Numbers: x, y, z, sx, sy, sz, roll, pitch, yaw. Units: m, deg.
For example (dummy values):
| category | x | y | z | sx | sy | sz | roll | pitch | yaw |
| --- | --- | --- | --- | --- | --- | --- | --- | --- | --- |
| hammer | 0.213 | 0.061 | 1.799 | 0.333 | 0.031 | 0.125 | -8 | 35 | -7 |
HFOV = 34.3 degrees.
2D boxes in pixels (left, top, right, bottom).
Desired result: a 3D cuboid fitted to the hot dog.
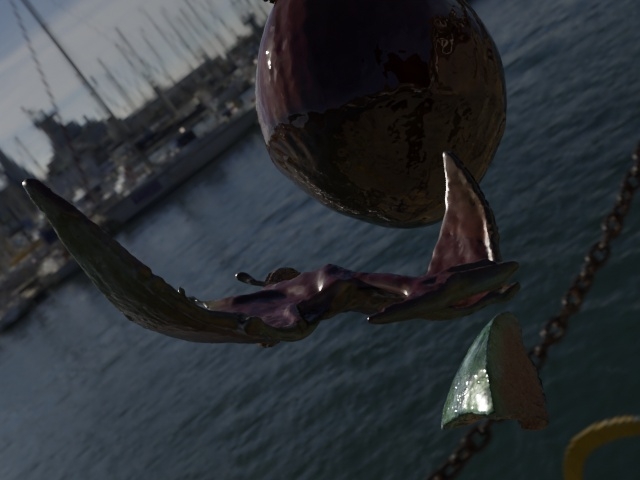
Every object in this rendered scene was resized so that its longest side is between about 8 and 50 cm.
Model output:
| category | x | y | z | sx | sy | sz | roll | pitch | yaw |
| --- | --- | --- | --- | --- | --- | --- | --- | --- | --- |
| hot dog | -0.040 | 0.058 | 0.906 | 0.083 | 0.035 | 0.058 | -64 | -3 | -57 |

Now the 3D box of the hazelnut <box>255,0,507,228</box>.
| category | x | y | z | sx | sy | sz | roll | pitch | yaw |
| --- | --- | --- | --- | --- | --- | --- | --- | --- | --- |
| hazelnut | 0.087 | -0.222 | 1.483 | 0.352 | 0.421 | 0.421 | -27 | 15 | 31 |

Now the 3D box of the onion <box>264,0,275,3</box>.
| category | x | y | z | sx | sy | sz | roll | pitch | yaw |
| --- | --- | --- | --- | --- | --- | --- | --- | --- | --- |
| onion | -0.127 | -0.507 | 1.734 | 0.348 | 0.267 | 0.159 | 44 | 118 | 52 |

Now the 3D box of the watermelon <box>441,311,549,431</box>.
| category | x | y | z | sx | sy | sz | roll | pitch | yaw |
| --- | --- | --- | --- | --- | --- | --- | --- | --- | --- |
| watermelon | 0.156 | 0.127 | 0.961 | 0.101 | 0.080 | 0.155 | -47 | 28 | 41 |

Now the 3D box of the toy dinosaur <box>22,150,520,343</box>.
| category | x | y | z | sx | sy | sz | roll | pitch | yaw |
| --- | --- | --- | --- | --- | --- | --- | --- | --- | --- |
| toy dinosaur | -0.010 | 0.001 | 0.618 | 0.327 | 0.113 | 0.206 | -5 | 1 | -21 |
